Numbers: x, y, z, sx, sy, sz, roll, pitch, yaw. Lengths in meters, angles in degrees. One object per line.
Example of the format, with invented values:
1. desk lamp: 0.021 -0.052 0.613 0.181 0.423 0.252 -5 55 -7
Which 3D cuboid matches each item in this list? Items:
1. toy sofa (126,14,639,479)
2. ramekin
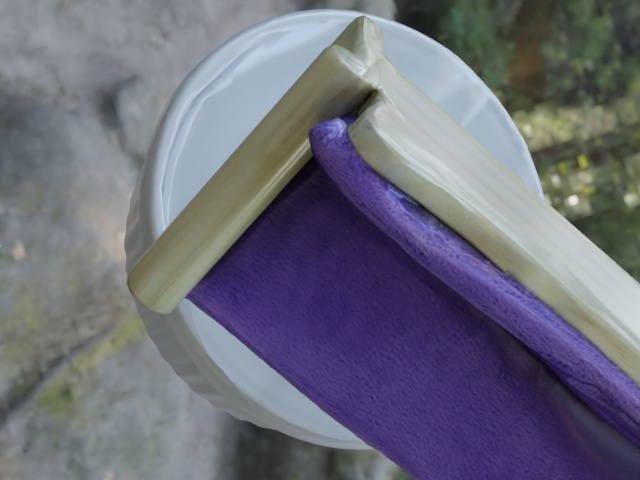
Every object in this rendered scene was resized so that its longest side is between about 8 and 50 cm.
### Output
1. toy sofa: 0.094 0.075 0.787 0.362 0.150 0.177 40 19 -10
2. ramekin: 0.000 0.000 1.065 0.127 0.273 0.273 -25 -98 64
